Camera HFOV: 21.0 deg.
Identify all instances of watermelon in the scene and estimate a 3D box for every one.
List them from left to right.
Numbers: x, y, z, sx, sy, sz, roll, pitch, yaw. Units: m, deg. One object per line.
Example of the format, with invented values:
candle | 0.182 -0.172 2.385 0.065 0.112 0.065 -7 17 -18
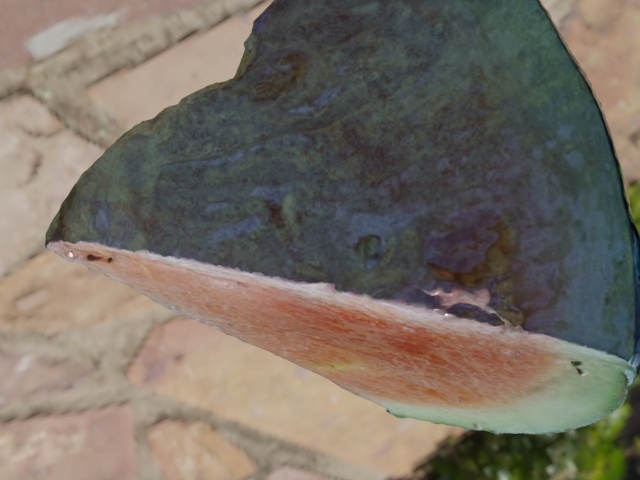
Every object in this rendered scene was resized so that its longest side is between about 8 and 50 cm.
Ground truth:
watermelon | 0.019 -0.010 0.627 0.202 0.136 0.207 23 147 0
